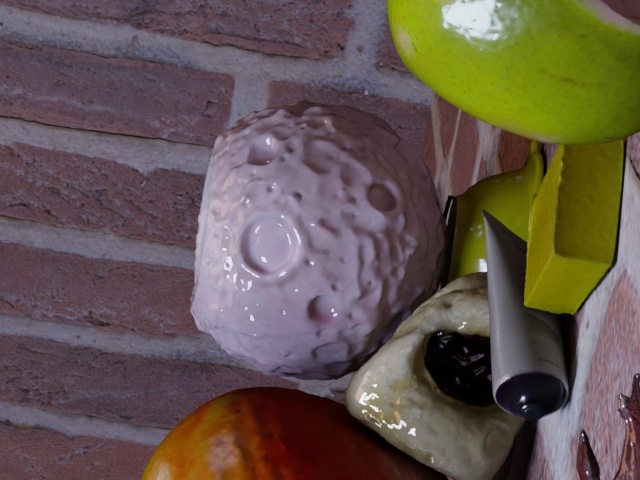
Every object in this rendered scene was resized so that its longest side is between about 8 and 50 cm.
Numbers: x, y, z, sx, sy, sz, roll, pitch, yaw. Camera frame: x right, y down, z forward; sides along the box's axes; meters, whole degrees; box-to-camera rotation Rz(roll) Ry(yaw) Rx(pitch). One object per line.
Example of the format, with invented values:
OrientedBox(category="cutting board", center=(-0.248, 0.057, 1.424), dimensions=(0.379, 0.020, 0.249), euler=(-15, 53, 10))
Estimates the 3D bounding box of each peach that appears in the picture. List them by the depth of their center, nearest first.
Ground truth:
OrientedBox(category="peach", center=(-0.014, 0.284, 1.308), dimensions=(0.290, 0.373, 0.372), euler=(-61, 5, 11))

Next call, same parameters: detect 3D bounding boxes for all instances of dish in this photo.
OrientedBox(category="dish", center=(0.153, 0.005, 1.446), dimensions=(0.149, 0.080, 0.207), euler=(114, 163, -84))

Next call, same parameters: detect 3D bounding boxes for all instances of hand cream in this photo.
OrientedBox(category="hand cream", center=(0.156, 0.061, 1.183), dimensions=(0.054, 0.087, 0.186), euler=(-37, 32, 32))

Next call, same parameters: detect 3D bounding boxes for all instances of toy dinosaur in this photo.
OrientedBox(category="toy dinosaur", center=(0.162, 0.160, 0.900), dimensions=(0.108, 0.032, 0.220), euler=(-87, 3, -53))

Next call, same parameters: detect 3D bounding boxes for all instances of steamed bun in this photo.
OrientedBox(category="steamed bun", center=(0.114, 0.102, 1.291), dimensions=(0.155, 0.141, 0.172), euler=(-60, -1, 6))

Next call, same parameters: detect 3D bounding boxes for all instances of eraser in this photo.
OrientedBox(category="eraser", center=(0.178, -0.011, 1.114), dimensions=(0.122, 0.045, 0.097), euler=(101, 177, -71))

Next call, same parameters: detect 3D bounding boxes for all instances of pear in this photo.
OrientedBox(category="pear", center=(0.129, -0.139, 0.886), dimensions=(0.220, 0.187, 0.187), euler=(147, 134, -68))

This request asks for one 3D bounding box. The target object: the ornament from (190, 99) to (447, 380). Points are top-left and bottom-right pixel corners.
OrientedBox(category="ornament", center=(0.000, 0.000, 1.438), dimensions=(0.259, 0.225, 0.259), euler=(-172, 90, -84))
